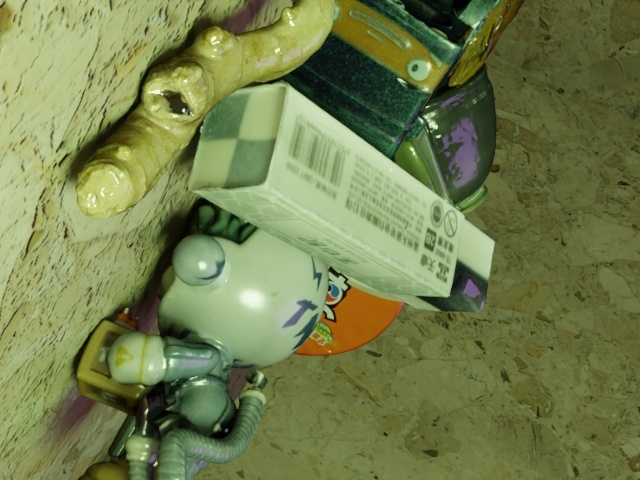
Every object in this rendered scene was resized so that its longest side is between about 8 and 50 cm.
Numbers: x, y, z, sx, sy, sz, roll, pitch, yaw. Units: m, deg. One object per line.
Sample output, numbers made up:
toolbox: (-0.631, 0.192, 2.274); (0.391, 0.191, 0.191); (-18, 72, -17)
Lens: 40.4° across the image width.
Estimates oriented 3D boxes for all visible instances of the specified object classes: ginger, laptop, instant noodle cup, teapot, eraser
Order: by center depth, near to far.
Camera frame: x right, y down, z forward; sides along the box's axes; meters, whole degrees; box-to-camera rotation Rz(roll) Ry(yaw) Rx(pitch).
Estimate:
ginger: (-0.074, -0.119, 0.614); (0.288, 0.075, 0.089); (-51, 168, -27)
eraser: (0.044, -0.023, 0.860); (0.404, 0.096, 0.098); (30, 68, -50)
instant noodle cup: (0.000, 0.000, 1.160); (0.250, 0.250, 0.192); (-59, -176, 20)
teapot: (0.182, -0.133, 1.327); (0.239, 0.239, 0.321); (-25, -158, -9)
laptop: (-0.247, 0.242, 1.353); (0.154, 0.026, 0.207); (-59, 175, 18)

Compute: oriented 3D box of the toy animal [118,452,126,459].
toy animal: (-0.280, 0.361, 1.328); (0.195, 0.090, 0.324); (-27, 176, -6)

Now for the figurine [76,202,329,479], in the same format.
figurine: (-0.119, 0.101, 0.883); (0.382, 0.186, 0.261); (-60, -177, -29)

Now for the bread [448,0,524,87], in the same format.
bread: (0.206, -0.362, 1.222); (0.324, 0.167, 0.277); (-52, 173, -38)

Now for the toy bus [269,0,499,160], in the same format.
toy bus: (0.087, -0.231, 0.935); (0.194, 0.162, 0.323); (-58, 178, 37)
